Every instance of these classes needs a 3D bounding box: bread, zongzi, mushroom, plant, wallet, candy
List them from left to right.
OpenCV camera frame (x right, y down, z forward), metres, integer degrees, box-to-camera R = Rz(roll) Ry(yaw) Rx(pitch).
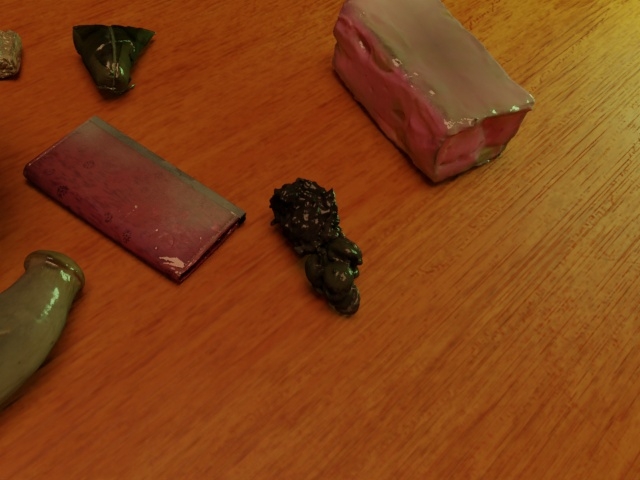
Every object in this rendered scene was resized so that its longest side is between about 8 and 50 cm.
[{"bbox_3d":[-0.316,0.103,0.580,0.118,0.103,0.270,44,48,15],"label":"mushroom"},{"bbox_3d":[-0.427,-0.241,0.843,0.083,0.035,0.070,-1,53,-9],"label":"bread"},{"bbox_3d":[-0.253,-0.242,0.872,0.119,0.055,0.109,-15,60,-34],"label":"zongzi"},{"bbox_3d":[-0.213,-0.052,0.753,0.232,0.025,0.119,32,54,12],"label":"wallet"},{"bbox_3d":[0.000,0.000,0.730,0.087,0.085,0.174,-34,64,13],"label":"plant"},{"bbox_3d":[0.141,-0.215,0.893,0.155,0.116,0.265,-20,62,-27],"label":"candy"}]
